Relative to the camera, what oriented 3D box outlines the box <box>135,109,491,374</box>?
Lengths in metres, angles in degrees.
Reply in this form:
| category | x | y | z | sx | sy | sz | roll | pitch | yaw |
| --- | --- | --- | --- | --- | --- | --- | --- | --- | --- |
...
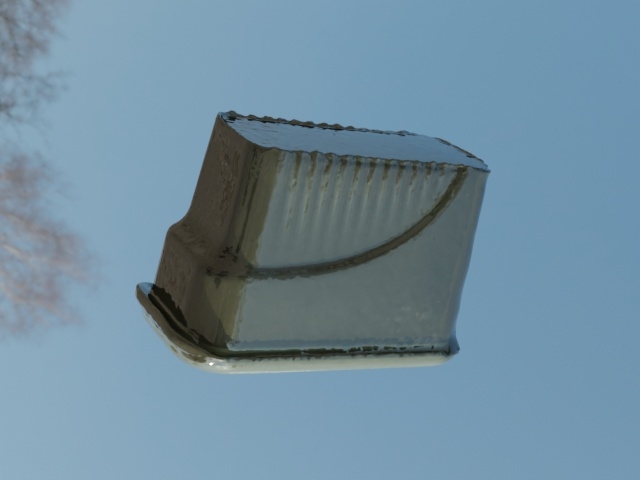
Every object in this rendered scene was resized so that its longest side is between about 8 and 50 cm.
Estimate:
| category | x | y | z | sx | sy | sz | roll | pitch | yaw |
| --- | --- | --- | --- | --- | --- | --- | --- | --- | --- |
| box | 0.000 | 0.000 | 0.890 | 0.138 | 0.274 | 0.178 | 36 | -62 | 52 |
